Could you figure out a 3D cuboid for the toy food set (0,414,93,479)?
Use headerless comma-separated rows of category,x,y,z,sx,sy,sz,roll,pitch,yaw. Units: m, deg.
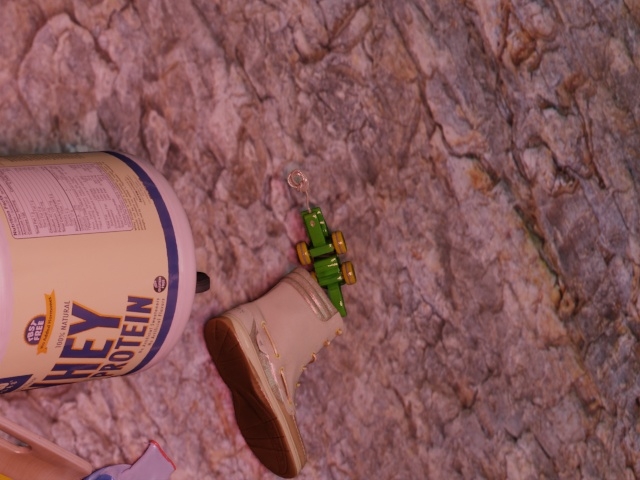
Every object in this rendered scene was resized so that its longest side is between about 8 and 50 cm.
toy food set,-0.360,0.325,1.930,0.220,0.092,0.306,34,65,-36

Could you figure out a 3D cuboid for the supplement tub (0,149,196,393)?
supplement tub,-0.311,0.033,1.902,0.325,0.235,0.235,-6,91,-43

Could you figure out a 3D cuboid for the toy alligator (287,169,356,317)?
toy alligator,0.000,0.000,2.323,0.051,0.056,0.189,-76,149,-78

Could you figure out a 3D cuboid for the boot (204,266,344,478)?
boot,-0.033,0.154,2.261,0.165,0.077,0.213,-33,106,-41

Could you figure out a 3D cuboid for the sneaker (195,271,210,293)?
sneaker,-0.192,0.015,2.139,0.170,0.051,0.089,-1,92,-40

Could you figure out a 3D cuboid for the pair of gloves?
pair of gloves,-0.193,0.320,2.135,0.159,0.023,0.198,-47,118,-35
